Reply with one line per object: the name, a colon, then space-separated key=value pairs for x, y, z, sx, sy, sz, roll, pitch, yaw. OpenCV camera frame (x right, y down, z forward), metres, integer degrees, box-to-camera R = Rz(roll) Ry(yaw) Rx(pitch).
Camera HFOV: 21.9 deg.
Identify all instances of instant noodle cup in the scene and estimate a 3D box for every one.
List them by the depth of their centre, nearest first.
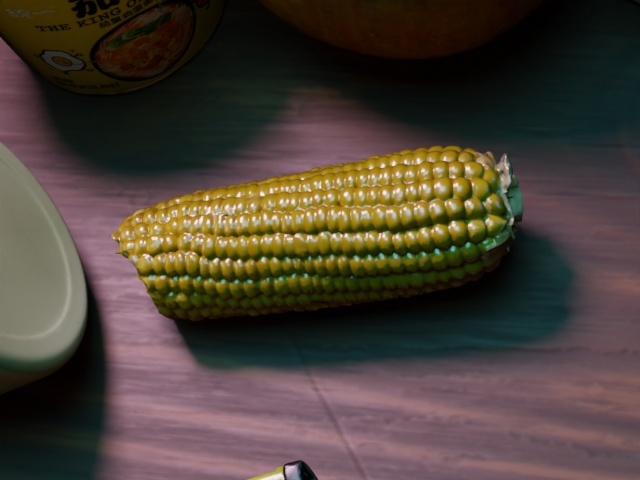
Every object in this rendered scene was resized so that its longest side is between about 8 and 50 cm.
instant noodle cup: x=-0.245 y=-0.316 z=1.708 sx=0.325 sy=0.254 sz=0.326 roll=-5 pitch=62 yaw=10

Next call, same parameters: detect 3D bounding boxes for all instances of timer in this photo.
timer: x=-0.430 y=0.067 z=1.577 sx=0.315 sy=0.291 sz=0.291 roll=-33 pitch=57 yaw=23

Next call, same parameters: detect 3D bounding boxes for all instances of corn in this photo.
corn: x=0.000 y=0.000 z=1.555 sx=0.387 sy=0.144 sz=0.144 roll=-12 pitch=61 yaw=12

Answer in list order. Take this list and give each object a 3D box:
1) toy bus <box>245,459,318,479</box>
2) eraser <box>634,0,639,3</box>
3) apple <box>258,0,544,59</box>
toy bus: x=-0.037 y=0.332 z=1.391 sx=0.150 sy=0.128 sz=0.262 roll=-15 pitch=61 yaw=5
eraser: x=0.367 y=-0.378 z=1.624 sx=0.092 sy=0.210 sz=0.274 roll=18 pitch=71 yaw=20
apple: x=0.080 y=-0.364 z=1.628 sx=0.400 sy=0.333 sz=0.400 roll=3 pitch=51 yaw=-4
